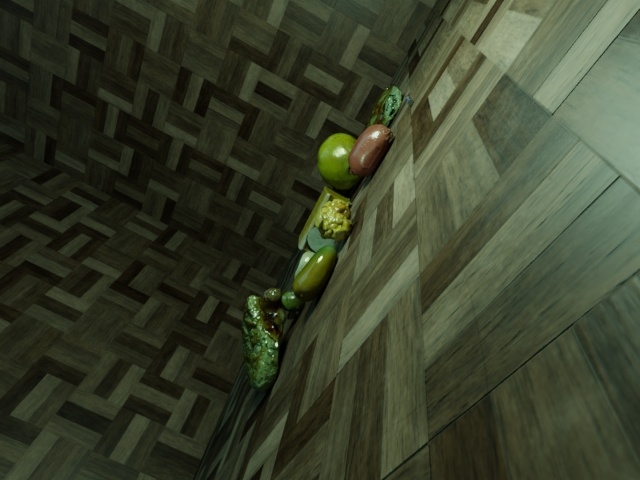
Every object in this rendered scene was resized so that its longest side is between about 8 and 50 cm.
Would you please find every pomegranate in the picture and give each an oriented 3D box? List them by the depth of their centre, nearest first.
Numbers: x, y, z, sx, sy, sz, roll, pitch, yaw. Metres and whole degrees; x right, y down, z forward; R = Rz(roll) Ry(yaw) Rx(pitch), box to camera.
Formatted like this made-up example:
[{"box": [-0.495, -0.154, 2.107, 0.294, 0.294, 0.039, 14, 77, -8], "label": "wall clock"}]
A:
[{"box": [-0.125, 0.296, 1.915, 0.114, 0.114, 0.142, -89, 0, -77], "label": "pomegranate"}]

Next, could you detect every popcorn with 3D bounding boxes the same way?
[{"box": [0.053, -0.076, 1.739, 0.140, 0.163, 0.194, 89, 170, -48], "label": "popcorn"}]

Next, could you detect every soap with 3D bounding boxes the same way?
[{"box": [0.020, -0.105, 2.182, 0.335, 0.156, 0.293, -62, 10, 16], "label": "soap"}]

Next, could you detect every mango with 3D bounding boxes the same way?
[{"box": [-0.014, 0.130, 1.657, 0.251, 0.114, 0.156, -51, -5, -3], "label": "mango"}]

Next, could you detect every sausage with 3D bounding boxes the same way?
[{"box": [0.215, -0.395, 1.848, 0.255, 0.148, 0.148, -59, 7, 19], "label": "sausage"}]

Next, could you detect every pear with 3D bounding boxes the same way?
[{"box": [0.116, -0.406, 2.161, 0.294, 0.294, 0.294, -61, 6, 11], "label": "pear"}]

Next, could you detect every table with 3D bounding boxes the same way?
[{"box": [0.000, 0.000, 1.952, 0.134, 0.133, 0.043, -65, 6, -20], "label": "table"}]

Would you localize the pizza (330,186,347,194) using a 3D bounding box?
[{"box": [0.075, -0.246, 2.493, 0.409, 0.113, 0.278, -56, 8, 53], "label": "pizza"}]

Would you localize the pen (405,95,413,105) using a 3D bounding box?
[{"box": [0.397, -0.635, 1.887, 0.025, 0.025, 0.204, -60, 7, 25], "label": "pen"}]

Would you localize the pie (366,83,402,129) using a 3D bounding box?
[{"box": [0.335, -0.680, 2.255, 0.288, 0.102, 0.355, 137, 156, -71], "label": "pie"}]

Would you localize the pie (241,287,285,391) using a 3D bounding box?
[{"box": [-0.259, 0.447, 1.825, 0.395, 0.180, 0.419, 119, 153, -64], "label": "pie"}]

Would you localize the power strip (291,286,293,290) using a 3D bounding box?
[{"box": [-0.149, 0.279, 2.486, 0.080, 0.029, 0.227, -58, 8, 37], "label": "power strip"}]

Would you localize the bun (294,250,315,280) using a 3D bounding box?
[{"box": [-0.051, 0.143, 1.929, 0.164, 0.110, 0.188, -54, -17, -71], "label": "bun"}]
